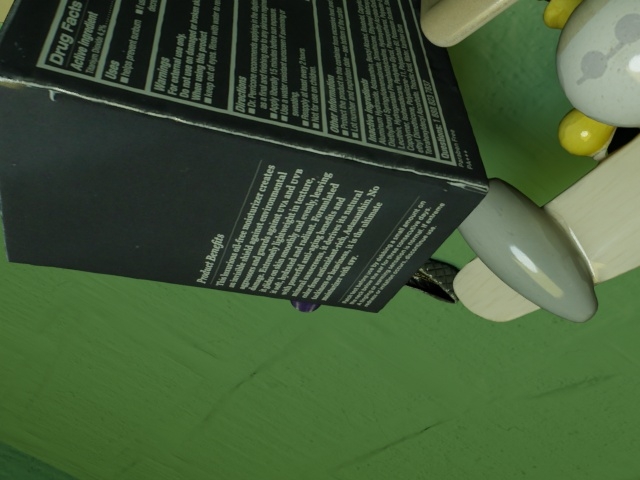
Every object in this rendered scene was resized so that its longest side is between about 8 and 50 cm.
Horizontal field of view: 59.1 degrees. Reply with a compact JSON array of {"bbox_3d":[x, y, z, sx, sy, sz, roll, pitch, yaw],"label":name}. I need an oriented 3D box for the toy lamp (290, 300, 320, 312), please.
[{"bbox_3d":[0.000,0.000,0.782,0.080,0.080,0.274,17,136,3],"label":"toy lamp"}]

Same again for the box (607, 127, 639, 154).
[{"bbox_3d":[0.421,-0.061,0.565,0.207,0.108,0.153,37,132,-16],"label":"box"}]

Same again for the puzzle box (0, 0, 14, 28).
[{"bbox_3d":[-0.281,-0.261,0.591,0.272,0.052,0.409,6,144,9],"label":"puzzle box"}]

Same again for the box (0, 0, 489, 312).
[{"bbox_3d":[-0.066,-0.124,0.460,0.294,0.296,0.182,11,141,-19],"label":"box"}]

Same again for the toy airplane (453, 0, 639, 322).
[{"bbox_3d":[0.260,-0.081,0.371,0.384,0.272,0.386,22,105,51],"label":"toy airplane"}]

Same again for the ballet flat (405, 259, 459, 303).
[{"bbox_3d":[0.119,0.047,0.806,0.173,0.049,0.057,12,133,7],"label":"ballet flat"}]

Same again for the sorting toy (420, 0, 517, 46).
[{"bbox_3d":[0.158,-0.250,0.410,0.038,0.208,0.193,34,134,-31],"label":"sorting toy"}]
